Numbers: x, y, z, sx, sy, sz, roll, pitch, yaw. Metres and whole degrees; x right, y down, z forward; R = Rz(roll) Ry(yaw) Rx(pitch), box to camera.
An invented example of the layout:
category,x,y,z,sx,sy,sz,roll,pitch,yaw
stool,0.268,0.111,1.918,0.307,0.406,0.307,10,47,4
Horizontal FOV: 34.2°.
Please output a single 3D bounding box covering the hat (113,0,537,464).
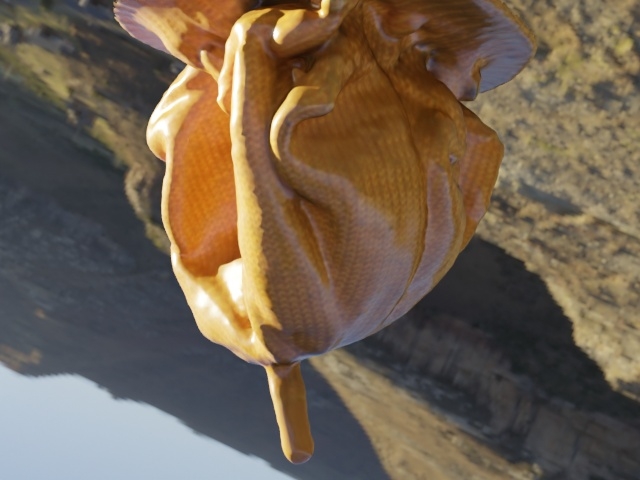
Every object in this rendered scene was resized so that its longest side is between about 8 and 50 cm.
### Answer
category,x,y,z,sx,sy,sz,roll,pitch,yaw
hat,0.000,0.000,0.542,0.234,0.233,0.244,6,173,-16
